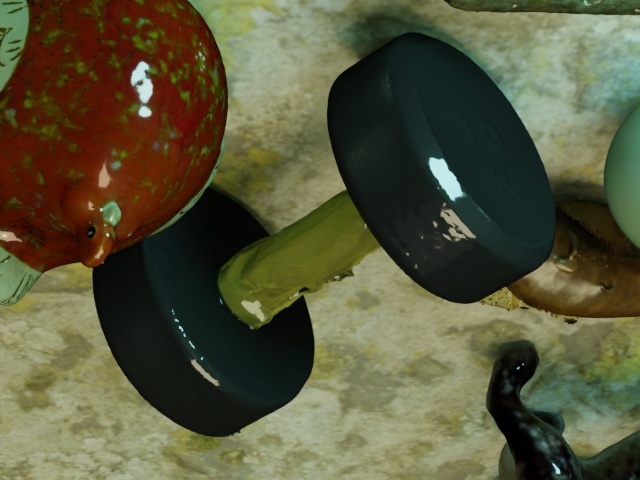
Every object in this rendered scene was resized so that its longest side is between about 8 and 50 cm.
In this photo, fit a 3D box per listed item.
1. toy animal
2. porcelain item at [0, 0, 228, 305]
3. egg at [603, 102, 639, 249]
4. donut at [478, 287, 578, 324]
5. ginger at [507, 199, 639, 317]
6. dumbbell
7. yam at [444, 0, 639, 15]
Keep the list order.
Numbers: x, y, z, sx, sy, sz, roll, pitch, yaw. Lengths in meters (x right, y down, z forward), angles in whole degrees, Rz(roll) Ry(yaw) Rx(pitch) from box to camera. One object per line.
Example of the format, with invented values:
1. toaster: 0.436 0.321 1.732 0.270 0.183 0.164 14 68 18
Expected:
1. toy animal: 0.329 0.269 1.606 0.344 0.303 0.194 -1 145 -4
2. porcelain item: -0.176 -0.065 1.173 0.253 0.253 0.253 -3 142 -3
3. egg: 0.334 -0.055 1.297 0.231 0.168 0.168 -8 142 -1
4. donut: 0.187 0.046 1.494 0.067 0.083 0.038 -23 132 -29
5. ginger: 0.257 0.011 1.427 0.309 0.107 0.133 5 155 -7
6. dumbbell: 0.000 0.000 1.299 0.322 0.204 0.204 -31 136 28
7. yam: 0.168 -0.195 1.176 0.179 0.078 0.078 0 142 -11
